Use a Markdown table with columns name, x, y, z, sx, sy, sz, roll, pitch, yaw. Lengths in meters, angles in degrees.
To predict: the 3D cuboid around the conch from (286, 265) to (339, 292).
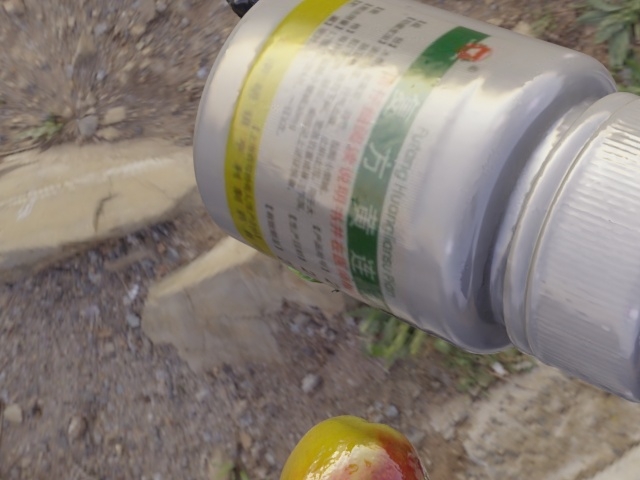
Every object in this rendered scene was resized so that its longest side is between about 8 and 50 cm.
| name | x | y | z | sx | sy | sz | roll | pitch | yaw |
| --- | --- | --- | --- | --- | --- | --- | --- | --- | --- |
| conch | 0.000 | -0.001 | 1.378 | 0.201 | 0.079 | 0.095 | 32 | 94 | -26 |

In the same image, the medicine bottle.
| name | x | y | z | sx | sy | sz | roll | pitch | yaw |
| --- | --- | --- | --- | --- | --- | --- | --- | --- | --- |
| medicine bottle | 0.101 | -0.038 | 0.830 | 0.208 | 0.340 | 0.208 | -33 | 135 | -40 |

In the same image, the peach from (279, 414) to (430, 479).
| name | x | y | z | sx | sy | sz | roll | pitch | yaw |
| --- | --- | --- | --- | --- | --- | --- | --- | --- | --- |
| peach | 0.046 | 0.357 | 1.706 | 0.231 | 0.231 | 0.230 | -1 | 96 | -11 |

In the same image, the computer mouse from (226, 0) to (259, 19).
| name | x | y | z | sx | sy | sz | roll | pitch | yaw |
| --- | --- | --- | --- | --- | --- | --- | --- | --- | --- |
| computer mouse | -0.015 | -0.301 | 1.560 | 0.100 | 0.170 | 0.269 | -25 | 142 | 25 |
